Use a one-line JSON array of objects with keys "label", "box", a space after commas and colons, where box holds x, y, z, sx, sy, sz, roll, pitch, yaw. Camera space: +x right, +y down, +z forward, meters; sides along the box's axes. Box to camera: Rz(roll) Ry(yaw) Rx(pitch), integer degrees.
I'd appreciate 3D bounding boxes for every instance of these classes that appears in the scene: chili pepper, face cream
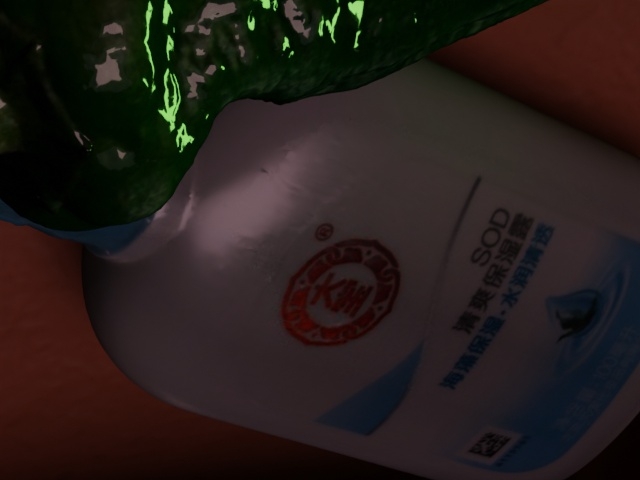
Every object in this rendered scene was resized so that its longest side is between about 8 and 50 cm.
[{"label": "chili pepper", "box": [-0.019, -0.088, 0.548, 0.270, 0.099, 0.136, -31, 143, -26]}, {"label": "face cream", "box": [0.000, 0.000, 0.673, 0.337, 0.080, 0.163, 21, 111, -37]}]
